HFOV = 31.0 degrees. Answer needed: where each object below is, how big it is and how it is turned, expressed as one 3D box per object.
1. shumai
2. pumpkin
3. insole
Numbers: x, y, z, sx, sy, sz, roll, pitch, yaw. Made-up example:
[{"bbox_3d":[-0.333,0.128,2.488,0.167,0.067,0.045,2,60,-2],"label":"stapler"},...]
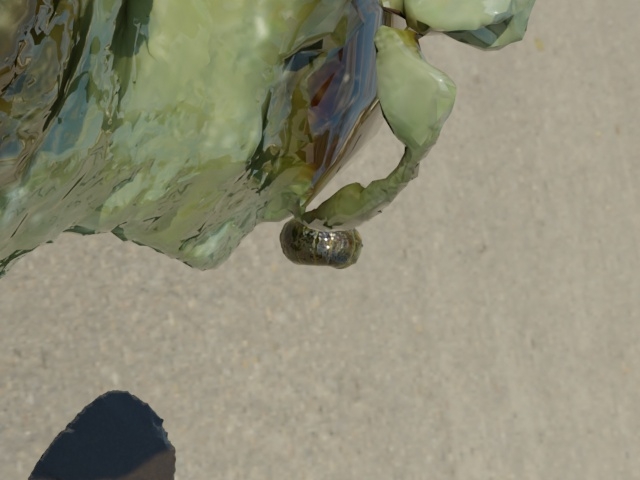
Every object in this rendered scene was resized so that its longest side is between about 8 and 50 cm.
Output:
[{"bbox_3d":[-0.110,-0.108,0.463,0.348,0.395,0.395,19,60,-29],"label":"shumai"},{"bbox_3d":[0.000,0.001,1.122,0.028,0.083,0.050,30,66,-86],"label":"pumpkin"},{"bbox_3d":[-0.155,0.218,0.705,0.111,0.007,0.328,44,35,-24],"label":"insole"}]
